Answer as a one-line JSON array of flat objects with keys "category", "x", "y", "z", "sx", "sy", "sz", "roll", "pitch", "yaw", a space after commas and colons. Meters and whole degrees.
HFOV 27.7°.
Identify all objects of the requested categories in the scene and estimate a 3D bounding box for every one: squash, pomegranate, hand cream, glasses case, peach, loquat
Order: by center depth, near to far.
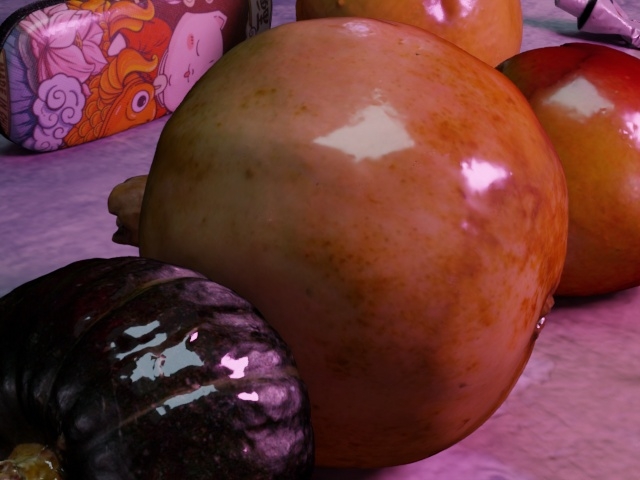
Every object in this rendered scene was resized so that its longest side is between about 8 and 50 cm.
[{"category": "squash", "x": -0.096, "y": 0.097, "z": 0.609, "sx": 0.156, "sy": 0.193, "sz": 0.193, "roll": 11, "pitch": 21, "yaw": -35}, {"category": "pomegranate", "x": 0.000, "y": 0.000, "z": 0.738, "sx": 0.271, "sy": 0.252, "sz": 0.229, "roll": 17, "pitch": 51, "yaw": 17}, {"category": "peach", "x": 0.189, "y": -0.047, "z": 0.924, "sx": 0.197, "sy": 0.197, "sz": 0.197, "roll": 4, "pitch": 29, "yaw": -2}, {"category": "glasses case", "x": -0.158, "y": -0.171, "z": 1.145, "sx": 0.082, "sy": 0.122, "sz": 0.321, "roll": 23, "pitch": 34, "yaw": 32}, {"category": "loquat", "x": 0.077, "y": -0.195, "z": 1.154, "sx": 0.208, "sy": 0.208, "sz": 0.208, "roll": 4, "pitch": 29, "yaw": -2}, {"category": "hand cream", "x": 0.382, "y": -0.236, "z": 1.423, "sx": 0.257, "sy": 0.050, "sz": 0.084, "roll": 10, "pitch": 31, "yaw": -4}]
